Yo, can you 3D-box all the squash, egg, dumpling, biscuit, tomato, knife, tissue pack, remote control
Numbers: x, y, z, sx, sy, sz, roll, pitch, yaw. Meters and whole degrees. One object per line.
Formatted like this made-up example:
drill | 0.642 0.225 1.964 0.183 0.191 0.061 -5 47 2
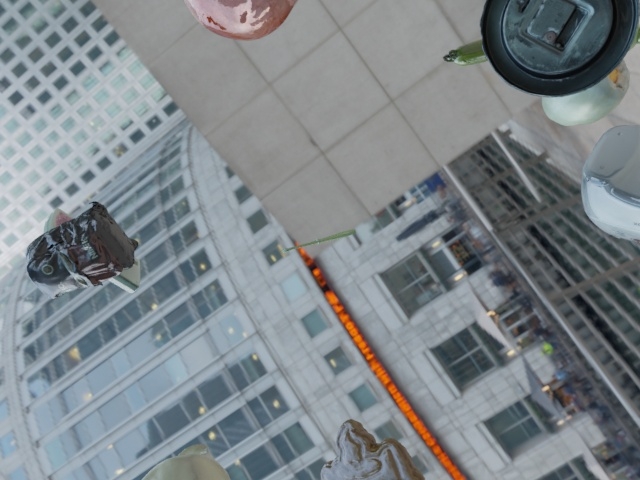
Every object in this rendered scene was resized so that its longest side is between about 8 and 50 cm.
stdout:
squash | 0.520 -0.570 1.878 0.080 0.319 0.071 -89 -16 -46
egg | 0.654 -0.381 1.605 0.183 0.217 0.183 10 -111 -29
dumpling | -0.361 0.683 1.561 0.233 0.316 0.395 50 180 -23
biscuit | 0.102 0.455 1.118 0.041 0.208 0.290 -13 -105 -56
tomato | -0.189 -0.651 1.506 0.321 0.322 0.321 51 -167 -16
knife | 0.000 0.000 1.442 0.207 0.030 0.014 -15 -87 -36
tissue pack | 0.759 -0.104 1.383 0.333 0.229 0.236 16 153 42
remote control | -0.716 0.035 2.020 0.344 0.050 0.145 40 -160 -36

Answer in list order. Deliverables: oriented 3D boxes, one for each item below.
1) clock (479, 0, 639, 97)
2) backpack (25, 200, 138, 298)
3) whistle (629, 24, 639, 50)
clock | 0.362 -0.331 0.972 0.226 0.226 0.049 56 -155 7
backpack | -0.395 0.027 1.043 0.120 0.165 0.105 57 -178 -36
whistle | 0.549 -0.389 1.284 0.105 0.085 0.227 30 154 -15
